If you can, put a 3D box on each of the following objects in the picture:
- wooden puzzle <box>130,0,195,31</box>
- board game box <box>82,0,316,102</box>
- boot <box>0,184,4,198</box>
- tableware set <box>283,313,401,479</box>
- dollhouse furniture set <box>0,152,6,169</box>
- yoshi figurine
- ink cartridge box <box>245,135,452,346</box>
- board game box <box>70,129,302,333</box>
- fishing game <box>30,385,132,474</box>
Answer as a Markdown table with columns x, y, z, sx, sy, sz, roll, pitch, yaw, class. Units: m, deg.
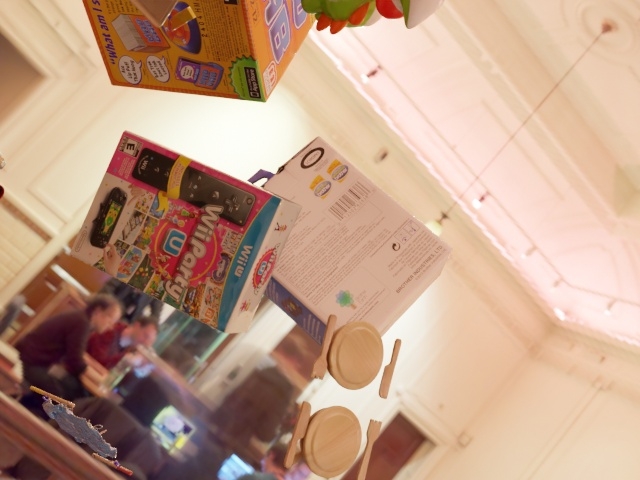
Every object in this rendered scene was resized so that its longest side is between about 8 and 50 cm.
| x | y | z | sx | sy | sz | roll | pitch | yaw | class |
| --- | --- | --- | --- | --- | --- | --- | --- | --- | --- |
| -0.217 | -0.322 | 1.022 | 0.078 | 0.014 | 0.116 | -26 | -71 | 44 | wooden puzzle |
| -0.236 | -0.540 | 1.580 | 0.356 | 0.356 | 0.356 | 9 | -42 | 16 | board game box |
| -0.613 | -0.105 | 1.410 | 0.176 | 0.088 | 0.244 | 9 | 17 | 12 | boot |
| 0.023 | 0.192 | 0.970 | 0.128 | 0.194 | 0.039 | 24 | -12 | -35 | tableware set |
| -0.501 | -0.053 | 0.914 | 0.161 | 0.212 | 0.242 | 36 | -13 | -14 | dollhouse furniture set |
| 0.117 | -0.444 | 1.225 | 0.362 | 0.203 | 0.203 | -2 | -63 | 46 | yoshi figurine |
| 0.000 | 0.000 | 1.431 | 0.395 | 0.270 | 0.151 | 42 | -21 | 12 | ink cartridge box |
| -0.213 | -0.016 | 1.245 | 0.303 | 0.224 | 0.097 | 24 | 1 | 18 | board game box |
| -0.494 | 0.388 | 1.633 | 0.189 | 0.041 | 0.264 | 8 | -42 | 38 | fishing game |
